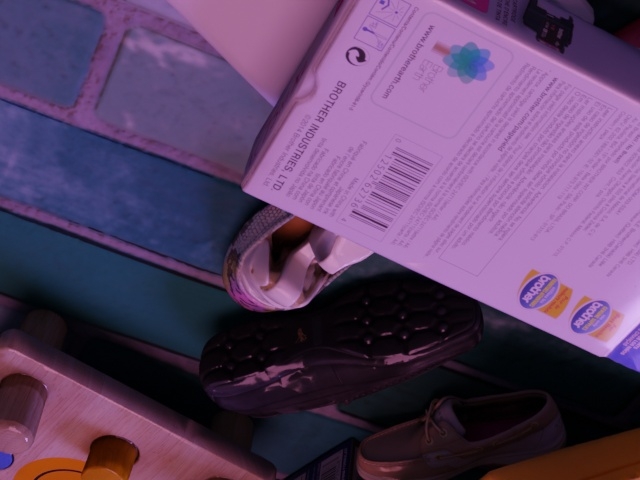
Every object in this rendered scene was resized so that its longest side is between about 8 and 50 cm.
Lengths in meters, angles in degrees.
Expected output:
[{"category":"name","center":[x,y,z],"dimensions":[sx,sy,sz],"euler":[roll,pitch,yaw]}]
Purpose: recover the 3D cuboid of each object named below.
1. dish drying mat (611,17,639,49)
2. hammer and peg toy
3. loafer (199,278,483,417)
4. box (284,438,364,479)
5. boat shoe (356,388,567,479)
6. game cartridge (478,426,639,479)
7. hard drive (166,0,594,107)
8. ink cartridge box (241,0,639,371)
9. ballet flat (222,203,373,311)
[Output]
[{"category":"dish drying mat","center":[0.201,-0.125,0.857],"dimensions":[0.083,0.008,0.032],"euler":[-30,123,28]},{"category":"hammer and peg toy","center":[-0.242,0.227,1.149],"dimensions":[0.266,0.127,0.361],"euler":[32,128,-21]},{"category":"loafer","center":[0.019,0.085,1.032],"dimensions":[0.223,0.076,0.078],"euler":[-15,143,17]},{"category":"box","center":[-0.044,0.274,1.164],"dimensions":[0.036,0.136,0.225],"euler":[38,126,-25]},{"category":"boat shoe","center":[0.108,0.150,1.088],"dimensions":[0.170,0.063,0.059],"euler":[-12,128,5]},{"category":"game cartridge","center":[0.138,0.254,1.077],"dimensions":[0.285,0.052,0.323],"euler":[-6,148,-43]},{"category":"hard drive","center":[-0.015,-0.186,0.783],"dimensions":[0.203,0.040,0.307],"euler":[-24,125,37]},{"category":"ink cartridge box","center":[0.130,-0.040,0.811],"dimensions":[0.311,0.065,0.185],"euler":[26,133,-9]},{"category":"ballet flat","center":[0.000,0.000,0.946],"dimensions":[0.077,0.079,0.221],"euler":[35,127,-22]}]
